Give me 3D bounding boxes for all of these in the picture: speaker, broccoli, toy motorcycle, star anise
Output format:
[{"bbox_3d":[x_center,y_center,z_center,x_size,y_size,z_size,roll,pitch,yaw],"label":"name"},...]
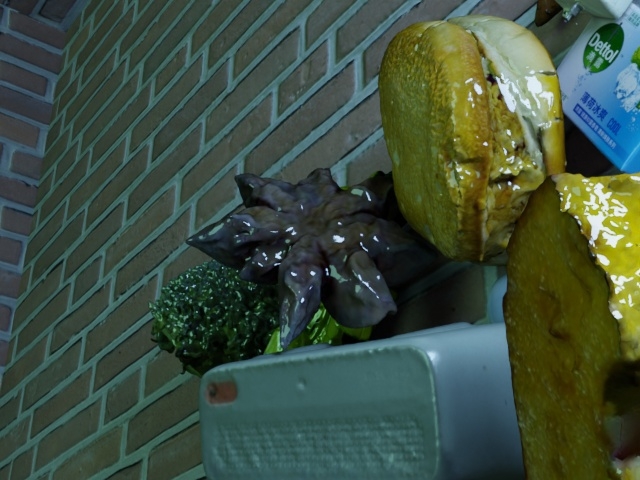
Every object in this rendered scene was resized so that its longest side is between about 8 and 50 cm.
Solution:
[{"bbox_3d":[0.048,0.198,1.222,0.406,0.184,0.183,-13,80,44],"label":"speaker"},{"bbox_3d":[-0.122,0.156,1.681,0.288,0.247,0.246,49,152,48],"label":"broccoli"},{"bbox_3d":[0.021,0.056,1.504,0.206,0.142,0.342,7,77,61],"label":"toy motorcycle"},{"bbox_3d":[-0.015,0.008,1.353,0.108,0.315,0.315,98,167,-45],"label":"star anise"}]

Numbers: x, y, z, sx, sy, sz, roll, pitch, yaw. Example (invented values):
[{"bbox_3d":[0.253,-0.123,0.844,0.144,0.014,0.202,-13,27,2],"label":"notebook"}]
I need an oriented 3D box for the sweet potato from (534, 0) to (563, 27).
[{"bbox_3d":[0.338,-0.380,1.325,0.265,0.057,0.057,-60,30,14],"label":"sweet potato"}]

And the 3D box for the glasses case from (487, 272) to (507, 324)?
[{"bbox_3d":[0.253,0.050,1.206,0.178,0.045,0.067,-35,44,47],"label":"glasses case"}]

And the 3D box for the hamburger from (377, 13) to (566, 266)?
[{"bbox_3d":[0.172,-0.115,1.260,0.314,0.170,0.290,-135,41,-66],"label":"hamburger"}]

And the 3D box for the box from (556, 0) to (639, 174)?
[{"bbox_3d":[0.342,-0.164,1.160,0.139,0.073,0.194,-57,31,21],"label":"box"}]

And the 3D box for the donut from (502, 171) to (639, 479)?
[{"bbox_3d":[0.294,0.168,0.840,0.435,0.163,0.378,-112,21,-44],"label":"donut"}]

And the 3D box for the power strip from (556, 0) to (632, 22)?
[{"bbox_3d":[0.377,-0.388,1.184,0.367,0.043,0.106,-55,31,-1],"label":"power strip"}]
